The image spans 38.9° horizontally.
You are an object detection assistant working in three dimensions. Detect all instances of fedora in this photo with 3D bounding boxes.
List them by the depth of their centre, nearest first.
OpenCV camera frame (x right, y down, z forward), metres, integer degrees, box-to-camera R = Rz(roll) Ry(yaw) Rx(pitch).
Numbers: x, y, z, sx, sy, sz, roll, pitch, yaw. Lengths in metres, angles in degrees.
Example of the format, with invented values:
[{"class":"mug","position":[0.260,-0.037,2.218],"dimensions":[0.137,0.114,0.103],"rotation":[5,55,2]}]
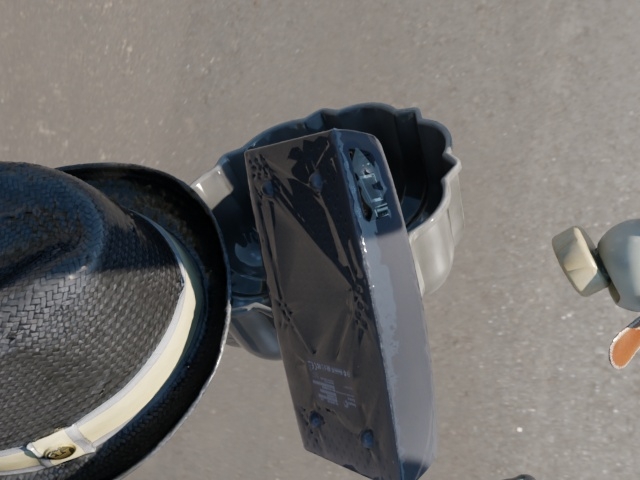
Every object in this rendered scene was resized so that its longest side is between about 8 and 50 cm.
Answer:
[{"class":"fedora","position":[-0.239,0.040,0.665],"dimensions":[0.334,0.152,0.334],"rotation":[-7,59,12]}]

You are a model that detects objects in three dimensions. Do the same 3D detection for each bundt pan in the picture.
[{"class":"bundt pan","position":[0.000,0.000,0.953],"dimensions":[0.331,0.331,0.124],"rotation":[-39,128,-19]}]

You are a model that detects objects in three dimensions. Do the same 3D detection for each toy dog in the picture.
[{"class":"toy dog","position":[0.423,0.075,1.093],"dimensions":[0.333,0.220,0.161],"rotation":[17,48,-33]}]

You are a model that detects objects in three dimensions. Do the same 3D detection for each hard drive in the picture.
[{"class":"hard drive","position":[0.015,0.047,0.688],"dimensions":[0.054,0.172,0.255],"rotation":[-14,96,-27]}]

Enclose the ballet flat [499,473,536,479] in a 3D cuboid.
[{"class":"ballet flat","position":[0.185,0.257,0.751],"dimensions":[0.074,0.074,0.203],"rotation":[-46,129,-18]}]
